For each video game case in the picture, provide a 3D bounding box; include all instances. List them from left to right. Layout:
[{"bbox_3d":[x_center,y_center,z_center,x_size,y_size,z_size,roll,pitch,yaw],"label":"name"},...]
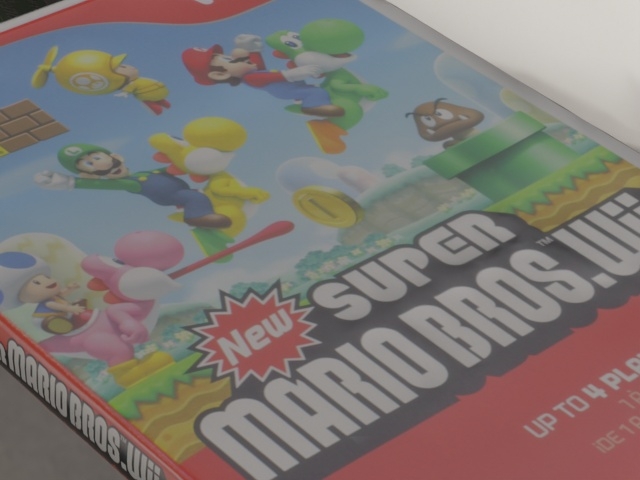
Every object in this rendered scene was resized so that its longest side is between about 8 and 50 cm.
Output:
[{"bbox_3d":[0.000,0.000,0.580,0.204,0.285,0.025,-26,137,-34],"label":"video game case"}]

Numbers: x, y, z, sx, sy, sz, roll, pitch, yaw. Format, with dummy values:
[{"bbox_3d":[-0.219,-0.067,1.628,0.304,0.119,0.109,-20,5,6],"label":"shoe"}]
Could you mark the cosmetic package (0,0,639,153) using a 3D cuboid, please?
[{"bbox_3d":[0.001,-0.122,0.841,0.365,0.155,0.197,16,169,11],"label":"cosmetic package"}]
